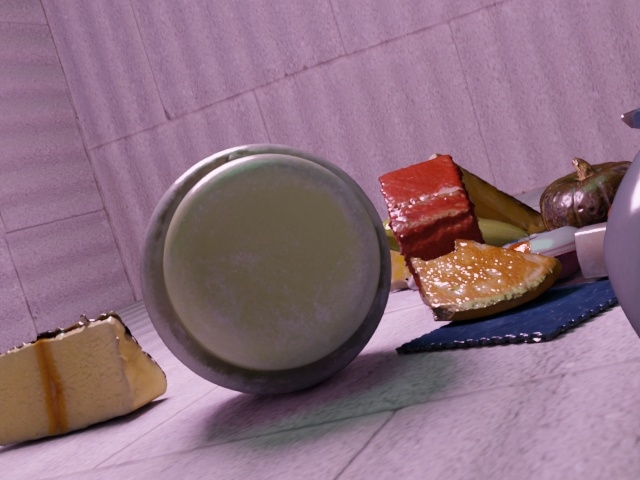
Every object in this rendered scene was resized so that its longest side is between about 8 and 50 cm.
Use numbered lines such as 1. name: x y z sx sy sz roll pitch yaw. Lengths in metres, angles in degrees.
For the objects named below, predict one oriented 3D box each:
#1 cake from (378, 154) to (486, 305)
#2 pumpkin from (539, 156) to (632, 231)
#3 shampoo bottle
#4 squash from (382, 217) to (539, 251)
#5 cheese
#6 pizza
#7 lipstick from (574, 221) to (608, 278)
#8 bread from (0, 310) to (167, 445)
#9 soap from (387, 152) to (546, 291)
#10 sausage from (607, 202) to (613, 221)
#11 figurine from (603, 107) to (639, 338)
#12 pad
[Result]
1. cake: 0.195 -0.013 1.701 0.151 0.177 0.283 -16 32 2
2. pumpkin: 0.503 -0.080 1.854 0.219 0.162 0.219 -21 3 1
3. shampoo bottle: -0.073 0.038 1.329 0.322 0.322 0.317 -17 -3 -10
4. squash: 0.275 -0.001 1.898 0.341 0.094 0.094 4 3 -2
5. cheese: 0.376 0.014 1.558 0.286 0.074 0.189 -18 0 -18
6. pizza: 0.211 0.055 1.455 0.181 0.034 0.262 -29 23 -20
7. lipstick: 0.471 -0.003 1.366 0.079 0.077 0.253 -11 -2 -42
8. bread: -0.380 0.230 1.537 0.266 0.141 0.178 -17 -38 20
9. soap: 0.304 0.029 2.089 0.339 0.304 0.169 27 -29 -28
10. sausage: 0.617 -0.092 1.716 0.330 0.102 0.102 -28 8 -27
11. figurine: 0.417 0.022 0.861 0.382 0.224 0.205 7 -27 -16
12. pad: 0.272 0.095 1.332 0.270 0.012 0.269 -20 4 -42
